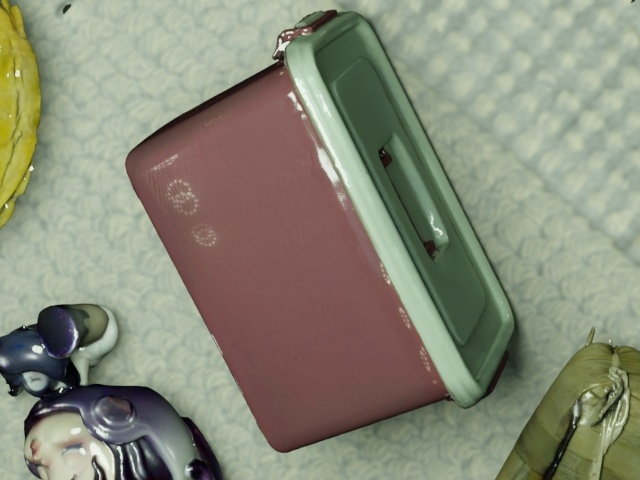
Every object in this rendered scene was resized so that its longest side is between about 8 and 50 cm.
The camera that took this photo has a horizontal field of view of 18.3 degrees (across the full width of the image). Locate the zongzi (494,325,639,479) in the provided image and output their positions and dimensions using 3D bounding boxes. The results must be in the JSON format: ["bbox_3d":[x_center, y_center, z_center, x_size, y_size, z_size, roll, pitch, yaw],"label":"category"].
[{"bbox_3d":[0.235,0.189,1.473,0.197,0.099,0.194,25,113,2],"label":"zongzi"}]

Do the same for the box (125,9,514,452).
[{"bbox_3d":[0.000,0.000,1.423,0.167,0.193,0.294,-25,98,17],"label":"box"}]

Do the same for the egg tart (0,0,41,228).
[{"bbox_3d":[-0.345,-0.105,1.482,0.295,0.116,0.294,1,100,6],"label":"egg tart"}]

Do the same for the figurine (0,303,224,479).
[{"bbox_3d":[-0.159,0.155,1.517,0.145,0.145,0.222,-26,87,12],"label":"figurine"}]
